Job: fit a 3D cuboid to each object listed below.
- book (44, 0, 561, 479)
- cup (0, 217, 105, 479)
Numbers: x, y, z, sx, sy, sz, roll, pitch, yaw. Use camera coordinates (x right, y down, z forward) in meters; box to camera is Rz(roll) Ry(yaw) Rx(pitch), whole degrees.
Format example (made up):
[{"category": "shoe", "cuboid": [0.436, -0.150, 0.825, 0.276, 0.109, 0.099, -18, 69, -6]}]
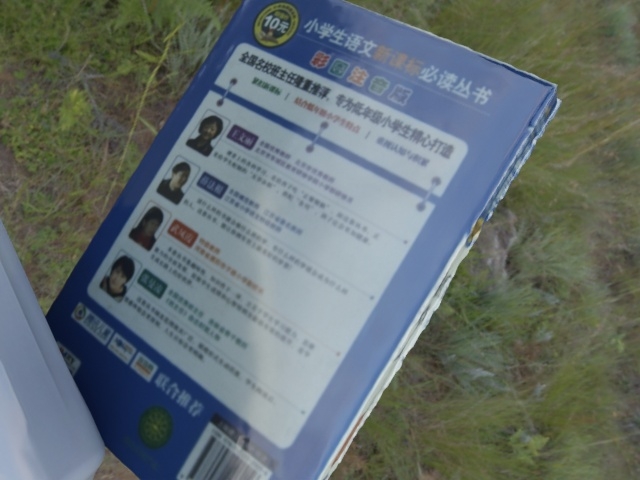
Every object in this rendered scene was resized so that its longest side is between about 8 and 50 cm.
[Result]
[{"category": "book", "cuboid": [-0.046, 0.000, 0.533, 0.300, 0.428, 0.039, 32, -1, 25]}, {"category": "cup", "cuboid": [-0.340, 0.097, 0.419, 0.322, 0.236, 0.327, -20, 86, -51]}]
